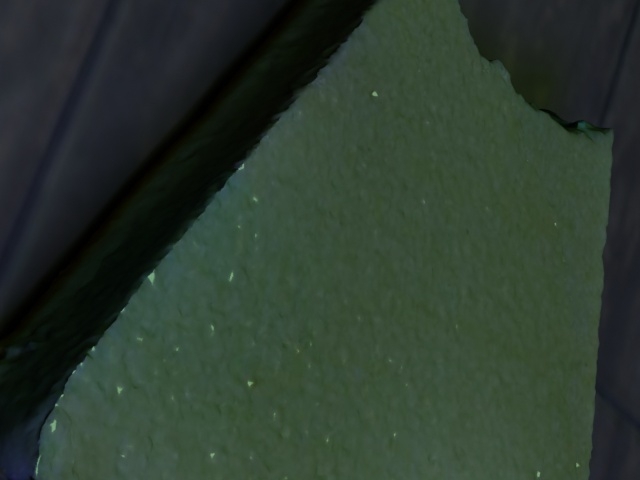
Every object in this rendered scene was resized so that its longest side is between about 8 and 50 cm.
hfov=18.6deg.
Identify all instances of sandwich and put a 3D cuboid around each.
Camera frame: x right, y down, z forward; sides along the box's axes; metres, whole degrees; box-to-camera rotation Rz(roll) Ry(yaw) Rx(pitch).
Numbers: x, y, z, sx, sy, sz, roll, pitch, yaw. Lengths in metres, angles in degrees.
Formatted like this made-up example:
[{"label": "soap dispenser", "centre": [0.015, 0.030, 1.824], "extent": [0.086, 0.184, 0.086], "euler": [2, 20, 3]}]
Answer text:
[{"label": "sandwich", "centre": [0.000, 0.000, 0.623], "extent": [0.245, 0.063, 0.212], "euler": [23, 67, -45]}]
